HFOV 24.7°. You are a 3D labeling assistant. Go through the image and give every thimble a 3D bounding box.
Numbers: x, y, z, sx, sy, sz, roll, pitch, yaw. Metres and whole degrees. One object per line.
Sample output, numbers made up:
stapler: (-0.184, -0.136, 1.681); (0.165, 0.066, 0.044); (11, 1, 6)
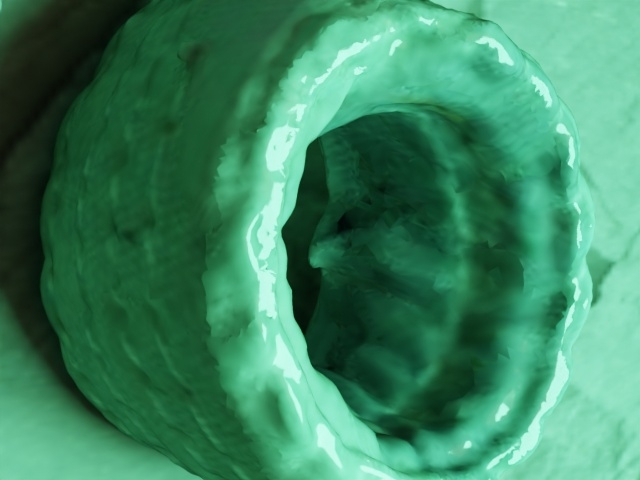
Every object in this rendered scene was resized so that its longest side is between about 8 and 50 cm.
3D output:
thimble: (0.000, 0.000, 0.622); (0.205, 0.172, 0.250); (-19, 111, -36)
